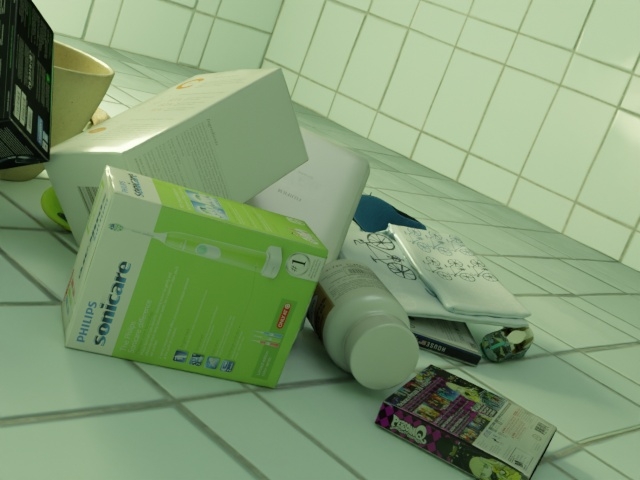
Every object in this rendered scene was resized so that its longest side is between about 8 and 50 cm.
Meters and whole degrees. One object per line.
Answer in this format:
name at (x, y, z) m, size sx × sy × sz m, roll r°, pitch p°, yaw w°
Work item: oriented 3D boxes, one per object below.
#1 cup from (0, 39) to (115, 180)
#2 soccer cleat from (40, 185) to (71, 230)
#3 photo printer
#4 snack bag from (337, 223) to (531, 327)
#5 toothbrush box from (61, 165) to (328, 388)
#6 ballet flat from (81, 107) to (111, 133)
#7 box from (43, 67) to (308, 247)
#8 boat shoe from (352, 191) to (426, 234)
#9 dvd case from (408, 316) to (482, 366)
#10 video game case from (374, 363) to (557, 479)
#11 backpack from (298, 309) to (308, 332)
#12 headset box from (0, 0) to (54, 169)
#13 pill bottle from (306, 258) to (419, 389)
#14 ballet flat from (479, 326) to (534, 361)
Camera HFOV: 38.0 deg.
cup at (-0.566, -0.246, 1.673) m, size 0.331 × 0.237 × 0.331 m, roll 20°, pitch 14°, yaw -5°
soccer cleat at (-0.346, -0.043, 1.591) m, size 0.289 × 0.093 × 0.121 m, roll 4°, pitch -9°, yaw -39°
photo printer at (-0.067, -0.066, 1.701) m, size 0.256 × 0.107 × 0.307 m, roll 25°, pitch 55°, yaw -3°
snack bag at (0.185, 0.055, 1.762) m, size 0.343 × 0.037 × 0.323 m, roll 7°, pitch 26°, yaw -24°
toothbrush box at (-0.164, 0.050, 1.192) m, size 0.283 × 0.206 × 0.122 m, roll 14°, pitch 16°, yaw -23°
ballet flat at (-0.627, -0.308, 2.112) m, size 0.316 × 0.107 × 0.106 m, roll 20°, pitch 21°, yaw 1°
box at (-0.221, -0.132, 1.470) m, size 0.215 × 0.168 × 0.345 m, roll 5°, pitch 31°, yaw 42°
boat shoe at (0.146, -0.043, 2.277) m, size 0.258 × 0.109 × 0.089 m, roll 31°, pitch -3°, yaw -40°
dvd case at (0.161, 0.146, 1.671) m, size 0.239 × 0.029 × 0.179 m, roll 20°, pitch 14°, yaw -6°
video game case at (0.208, 0.256, 1.290) m, size 0.210 × 0.041 × 0.232 m, roll 26°, pitch 14°, yaw 18°
backpack at (-0.101, 0.062, 1.380) m, size 0.188 × 0.144 × 0.166 m, roll 20°, pitch 8°, yaw -17°
headset box at (-0.556, -0.225, 1.379) m, size 0.283 × 0.246 × 0.131 m, roll -9°, pitch -26°, yaw 6°
pill bottle at (0.060, 0.125, 1.387) m, size 0.131 × 0.131 × 0.229 m, roll 16°, pitch 14°, yaw -20°
ballet flat at (0.362, 0.185, 1.726) m, size 0.070 × 0.070 × 0.188 m, roll 28°, pitch 20°, yaw 26°
